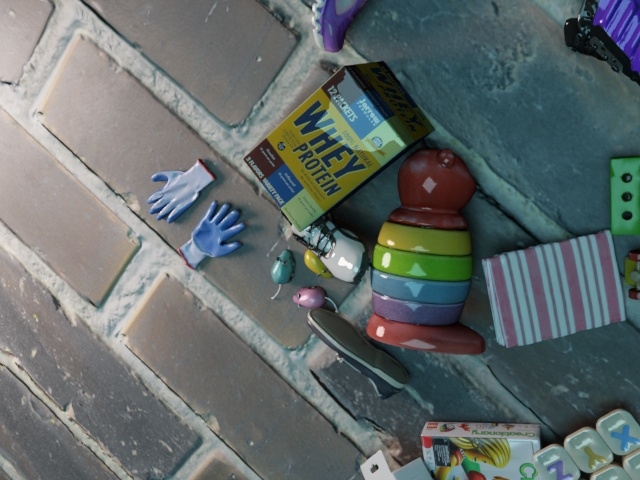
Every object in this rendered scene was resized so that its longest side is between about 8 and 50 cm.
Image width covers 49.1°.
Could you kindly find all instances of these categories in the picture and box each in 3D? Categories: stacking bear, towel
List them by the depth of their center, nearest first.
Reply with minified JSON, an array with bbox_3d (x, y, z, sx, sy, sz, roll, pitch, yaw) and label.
[{"bbox_3d":[0.346,0.071,1.038,0.196,0.029,0.144,-13,102,1],"label":"towel"},{"bbox_3d":[0.161,0.007,1.049,0.164,0.175,0.289,4,96,-13],"label":"stacking bear"}]

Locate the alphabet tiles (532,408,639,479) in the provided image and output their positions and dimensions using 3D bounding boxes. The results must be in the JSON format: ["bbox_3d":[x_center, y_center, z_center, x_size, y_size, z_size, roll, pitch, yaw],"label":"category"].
[{"bbox_3d":[0.474,0.406,1.085,0.284,0.021,0.278,-35,96,16],"label":"alphabet tiles"}]

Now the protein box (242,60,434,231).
[{"bbox_3d":[0.034,-0.143,1.030,0.201,0.200,0.136,-38,90,25],"label":"protein box"}]

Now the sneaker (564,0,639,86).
[{"bbox_3d":[0.401,-0.263,0.915,0.146,0.102,0.294,-16,94,29],"label":"sneaker"}]

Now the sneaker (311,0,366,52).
[{"bbox_3d":[0.060,-0.384,1.015,0.104,0.095,0.237,20,111,7],"label":"sneaker"}]

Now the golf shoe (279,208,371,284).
[{"bbox_3d":[0.000,0.000,1.097,0.198,0.093,0.077,46,113,46],"label":"golf shoe"}]

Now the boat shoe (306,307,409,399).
[{"bbox_3d":[0.051,0.196,1.189,0.206,0.075,0.065,37,119,-1],"label":"boat shoe"}]

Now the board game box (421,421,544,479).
[{"bbox_3d":[0.287,0.457,1.185,0.192,0.053,0.306,-5,103,22],"label":"board game box"}]

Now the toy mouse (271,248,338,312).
[{"bbox_3d":[-0.040,0.073,1.214,0.143,0.031,0.161,-30,93,26],"label":"toy mouse"}]

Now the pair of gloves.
[{"bbox_3d":[-0.228,-0.049,1.259,0.159,0.023,0.198,-35,91,26],"label":"pair of gloves"}]

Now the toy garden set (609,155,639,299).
[{"bbox_3d":[0.528,-0.023,0.958,0.244,0.049,0.204,-1,103,21],"label":"toy garden set"}]

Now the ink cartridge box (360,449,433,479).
[{"bbox_3d":[0.153,0.447,1.183,0.198,0.067,0.115,60,149,21],"label":"ink cartridge box"}]
